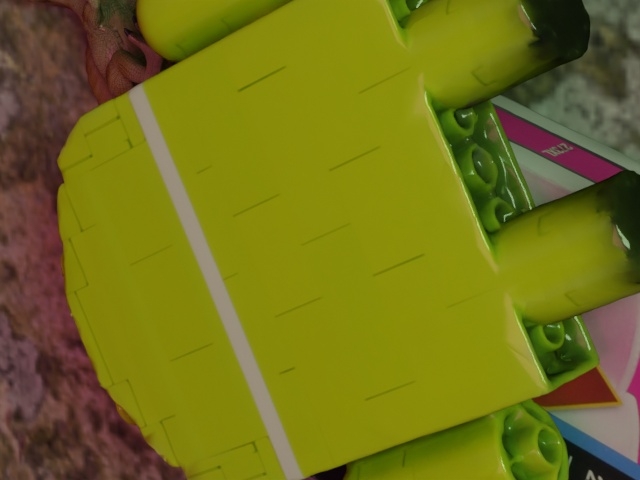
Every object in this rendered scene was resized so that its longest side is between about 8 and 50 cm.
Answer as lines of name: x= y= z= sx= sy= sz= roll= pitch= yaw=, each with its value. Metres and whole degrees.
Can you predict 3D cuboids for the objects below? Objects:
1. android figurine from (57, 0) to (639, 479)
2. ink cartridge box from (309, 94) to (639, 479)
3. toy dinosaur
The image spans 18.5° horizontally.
android figurine: x=0.000 y=0.000 z=0.751 sx=0.273 sy=0.056 sz=0.248 roll=-26 pitch=86 yaw=38
ink cartridge box: x=0.095 y=0.055 z=0.772 sx=0.371 sy=0.069 sz=0.176 roll=28 pitch=118 yaw=26
toy dinosaur: x=-0.081 y=-0.076 z=0.885 sx=0.183 sy=0.053 sz=0.092 roll=60 pitch=144 yaw=17
